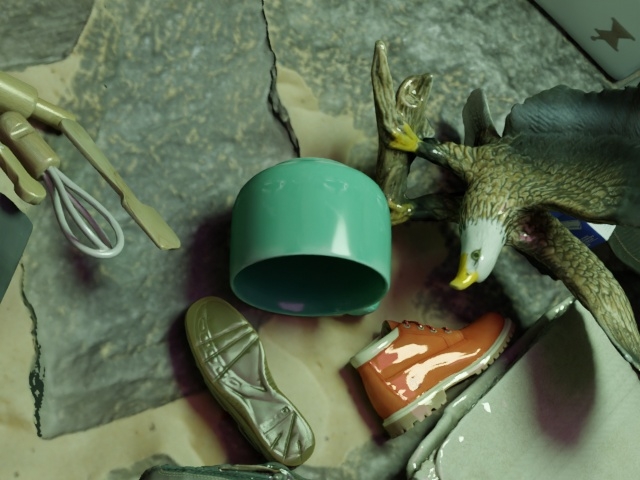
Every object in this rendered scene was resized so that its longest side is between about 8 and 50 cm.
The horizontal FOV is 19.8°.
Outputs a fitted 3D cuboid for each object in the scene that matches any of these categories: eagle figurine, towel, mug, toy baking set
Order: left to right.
[{"bbox_3d":[-0.226,-0.066,1.364,0.256,0.030,0.197,24,27,-36],"label":"toy baking set"},{"bbox_3d":[-0.008,-0.002,1.478,0.129,0.158,0.097,2,66,-4],"label":"mug"},{"bbox_3d":[0.178,-0.021,1.497,0.298,0.226,0.225,15,76,19],"label":"eagle figurine"},{"bbox_3d":[0.192,0.189,1.544,0.282,0.049,0.187,-39,101,-39],"label":"towel"}]

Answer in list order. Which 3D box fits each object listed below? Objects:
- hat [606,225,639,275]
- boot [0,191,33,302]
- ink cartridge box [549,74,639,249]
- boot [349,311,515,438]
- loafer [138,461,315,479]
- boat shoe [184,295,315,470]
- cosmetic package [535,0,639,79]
[{"bbox_3d":[0.415,0.024,1.661,0.331,0.331,0.134,-30,127,-34],"label":"hat"},{"bbox_3d":[-0.397,0.076,1.152,0.367,0.146,0.445,46,50,-36],"label":"boot"},{"bbox_3d":[0.260,-0.069,1.662,0.046,0.097,0.207,42,57,-10],"label":"ink cartridge box"},{"bbox_3d":[0.095,0.089,1.536,0.158,0.059,0.085,-33,86,-33],"label":"boot"},{"bbox_3d":[-0.029,0.212,1.407,0.267,0.096,0.084,23,48,-30],"label":"loafer"},{"bbox_3d":[-0.060,0.115,1.448,0.056,0.048,0.153,-35,84,-23],"label":"boat shoe"},{"bbox_3d":[0.342,-0.432,1.707,0.329,0.327,0.394,43,58,-10],"label":"cosmetic package"}]
